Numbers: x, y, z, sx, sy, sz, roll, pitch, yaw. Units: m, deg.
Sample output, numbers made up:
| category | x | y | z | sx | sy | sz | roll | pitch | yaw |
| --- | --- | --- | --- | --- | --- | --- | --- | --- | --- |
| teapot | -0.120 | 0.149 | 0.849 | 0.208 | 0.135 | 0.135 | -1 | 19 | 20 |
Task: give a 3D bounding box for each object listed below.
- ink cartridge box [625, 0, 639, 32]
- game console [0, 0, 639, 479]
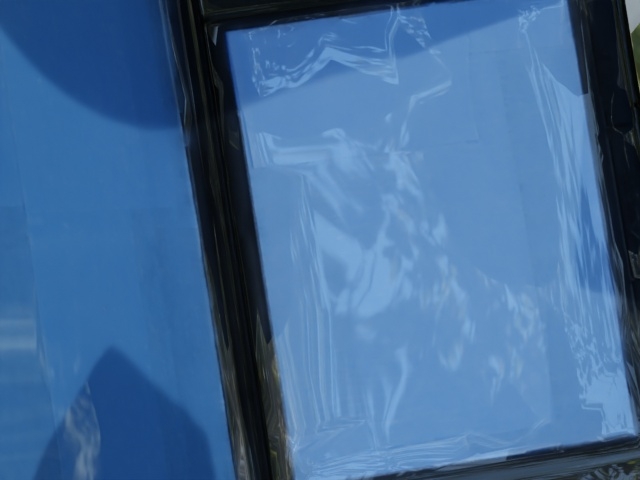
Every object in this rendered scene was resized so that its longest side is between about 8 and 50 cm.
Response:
| category | x | y | z | sx | sy | sz | roll | pitch | yaw |
| --- | --- | --- | --- | --- | --- | --- | --- | --- | --- |
| ink cartridge box | 0.110 | -0.227 | 0.916 | 0.272 | 0.130 | 0.309 | -50 | 154 | -1 |
| game console | 0.000 | 0.000 | 0.582 | 0.250 | 0.173 | 0.293 | -9 | 87 | -3 |
